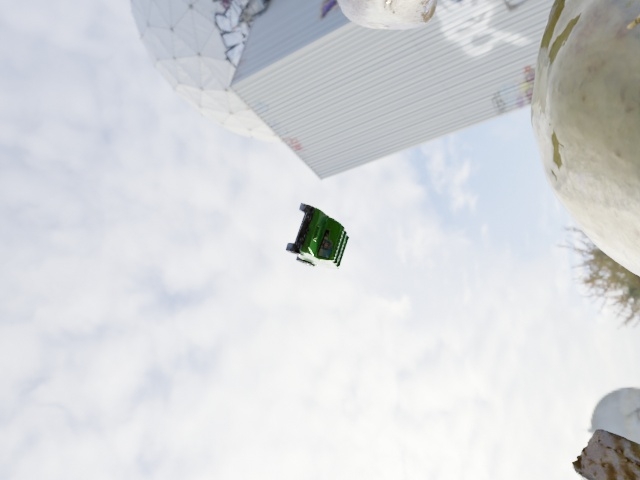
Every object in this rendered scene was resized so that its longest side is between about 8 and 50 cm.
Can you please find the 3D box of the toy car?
[{"bbox_3d":[0.000,0.000,0.802,0.165,0.062,0.071,52,-125,-79],"label":"toy car"}]

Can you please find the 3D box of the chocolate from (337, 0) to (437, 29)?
[{"bbox_3d":[0.089,-0.343,0.787,0.261,0.160,0.083,16,-102,-82],"label":"chocolate"}]

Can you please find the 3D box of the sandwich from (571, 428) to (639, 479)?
[{"bbox_3d":[0.534,0.432,0.812,0.099,0.271,0.301,-41,-68,-13],"label":"sandwich"}]

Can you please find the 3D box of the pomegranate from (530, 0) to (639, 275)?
[{"bbox_3d":[0.305,-0.102,0.362,0.332,0.332,0.333,24,-121,-47],"label":"pomegranate"}]
